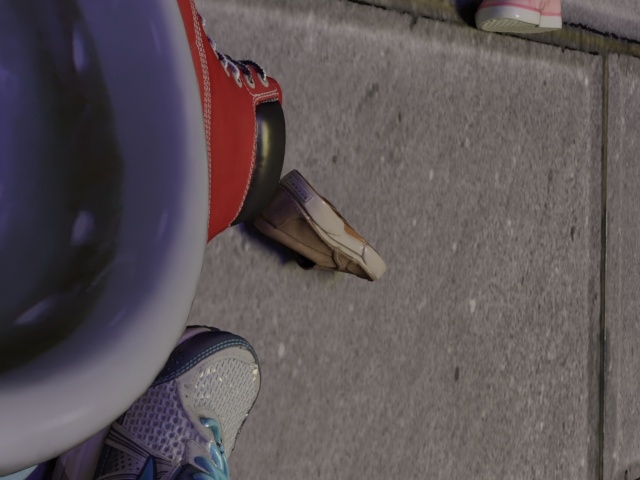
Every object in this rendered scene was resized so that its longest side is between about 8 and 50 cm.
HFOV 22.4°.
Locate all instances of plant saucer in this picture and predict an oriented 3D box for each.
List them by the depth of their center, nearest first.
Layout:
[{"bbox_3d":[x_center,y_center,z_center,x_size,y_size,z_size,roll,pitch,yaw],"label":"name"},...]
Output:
[{"bbox_3d":[-0.183,-0.111,0.404,0.400,0.101,0.400,48,25,-32],"label":"plant saucer"}]

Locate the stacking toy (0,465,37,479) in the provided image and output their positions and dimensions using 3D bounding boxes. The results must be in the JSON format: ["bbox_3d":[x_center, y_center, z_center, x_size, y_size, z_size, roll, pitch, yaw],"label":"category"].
[{"bbox_3d":[-0.168,-0.051,0.583,0.279,0.130,0.308,11,82,-65],"label":"stacking toy"}]

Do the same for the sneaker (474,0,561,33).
[{"bbox_3d":[0.155,-0.200,1.274,0.134,0.051,0.070,-12,101,-64],"label":"sneaker"}]

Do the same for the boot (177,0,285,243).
[{"bbox_3d":[-0.077,-0.104,0.817,0.176,0.088,0.244,-42,135,-54],"label":"boot"}]

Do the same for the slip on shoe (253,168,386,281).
[{"bbox_3d":[0.000,0.000,1.010,0.041,0.051,0.135,-44,154,2],"label":"slip on shoe"}]

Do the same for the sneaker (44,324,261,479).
[{"bbox_3d":[-0.076,0.159,0.787,0.283,0.122,0.110,-62,142,-39],"label":"sneaker"}]
